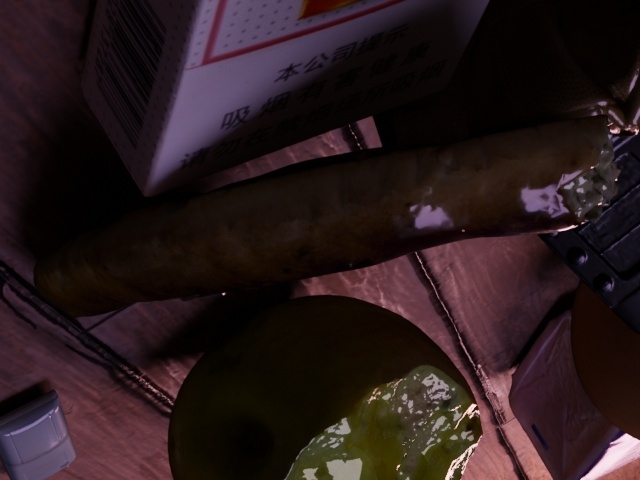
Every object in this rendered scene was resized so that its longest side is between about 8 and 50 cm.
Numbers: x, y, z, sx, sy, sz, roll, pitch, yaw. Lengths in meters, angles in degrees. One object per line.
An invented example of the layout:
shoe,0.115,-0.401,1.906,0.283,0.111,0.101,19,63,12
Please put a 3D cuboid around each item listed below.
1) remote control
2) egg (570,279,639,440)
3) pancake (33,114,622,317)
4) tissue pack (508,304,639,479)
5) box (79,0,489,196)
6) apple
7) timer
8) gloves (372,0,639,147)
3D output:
remote control,-0.226,0.161,1.424,0.061,0.029,0.162,-26,159,-11
egg,0.415,0.051,1.696,0.374,0.301,0.301,-24,162,14
pancake,-0.002,0.000,1.084,0.426,0.067,0.305,-13,173,24
tissue pack,0.406,0.123,2.046,0.338,0.160,0.242,-22,159,-26
box,0.006,-0.173,0.903,0.210,0.095,0.330,-22,156,-26
apple,0.001,0.165,1.452,0.246,0.246,0.226,-37,154,13
timer,0.271,-0.022,1.533,0.144,0.187,0.055,-40,-163,22
gloves,0.183,-0.138,1.143,0.331,0.141,0.154,-25,-176,4
